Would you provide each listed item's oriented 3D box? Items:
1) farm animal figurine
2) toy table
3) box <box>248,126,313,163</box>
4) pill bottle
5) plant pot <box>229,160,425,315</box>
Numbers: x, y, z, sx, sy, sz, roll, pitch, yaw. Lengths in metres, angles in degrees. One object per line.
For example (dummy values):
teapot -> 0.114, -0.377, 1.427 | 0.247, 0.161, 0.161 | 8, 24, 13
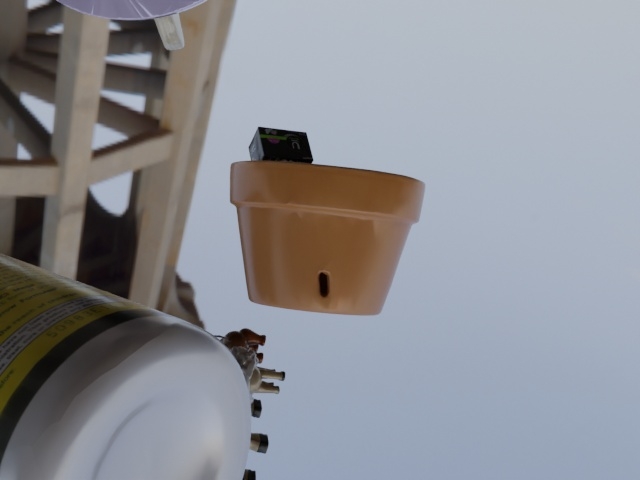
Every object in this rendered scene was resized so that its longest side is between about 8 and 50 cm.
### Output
farm animal figurine -> -0.195, 0.300, 1.389 | 0.172, 0.330, 0.327 | 12, -177, -15
toy table -> -0.226, -0.382, 1.167 | 0.274, 0.252, 0.161 | 3, -167, 1
box -> -0.063, -0.136, 1.362 | 0.083, 0.052, 0.062 | 4, -127, -25
pill bottle -> -0.227, 0.108, 0.616 | 0.334, 0.187, 0.188 | 15, -152, 35
plant pot -> 0.000, 0.000, 1.297 | 0.291, 0.203, 0.291 | 7, 179, 0
